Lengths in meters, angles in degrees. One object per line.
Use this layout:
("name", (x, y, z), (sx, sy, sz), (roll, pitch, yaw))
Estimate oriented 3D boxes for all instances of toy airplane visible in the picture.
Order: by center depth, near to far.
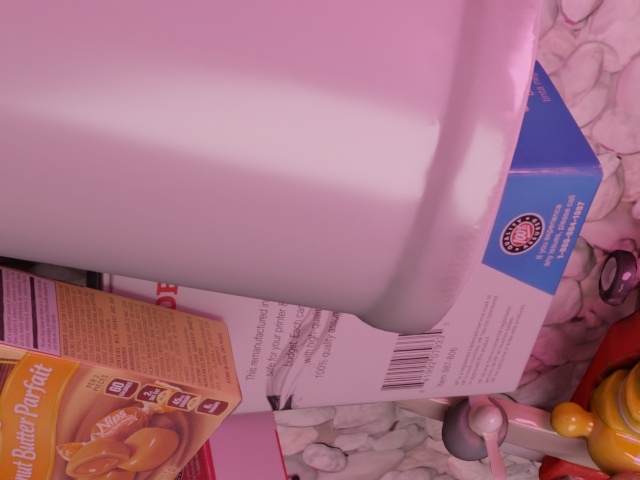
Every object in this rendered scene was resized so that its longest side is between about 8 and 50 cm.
("toy airplane", (0.315, 0.229, 1.317), (0.386, 0.272, 0.384), (-17, 129, 26))

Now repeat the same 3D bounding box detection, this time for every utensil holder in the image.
("utensil holder", (-0.101, -0.133, 0.733), (0.386, 0.327, 0.327), (10, 132, -9))

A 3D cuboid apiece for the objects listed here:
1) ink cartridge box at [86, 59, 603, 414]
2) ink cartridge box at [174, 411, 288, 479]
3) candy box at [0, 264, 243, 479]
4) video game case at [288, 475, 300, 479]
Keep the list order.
("ink cartridge box", (0.000, 0.000, 1.058), (0.395, 0.166, 0.285), (-2, 135, -16))
("ink cartridge box", (-0.174, 0.260, 1.239), (0.117, 0.207, 0.283), (29, 120, -37))
("candy box", (-0.242, 0.112, 0.915), (0.316, 0.087, 0.183), (17, 128, -31))
("video game case", (-0.146, 0.403, 1.523), (0.248, 0.035, 0.275), (-8, 136, -10))
